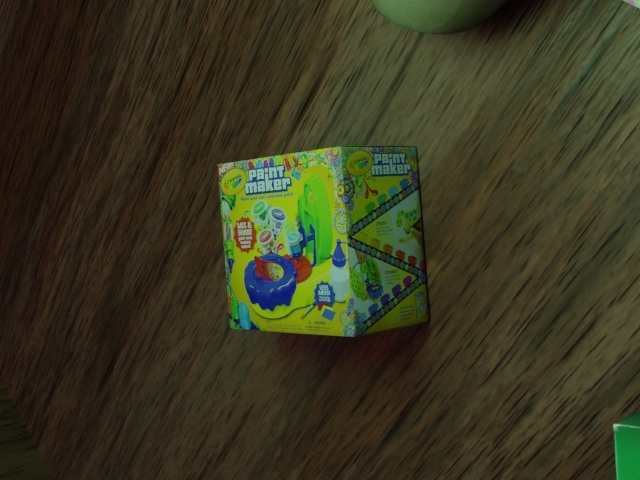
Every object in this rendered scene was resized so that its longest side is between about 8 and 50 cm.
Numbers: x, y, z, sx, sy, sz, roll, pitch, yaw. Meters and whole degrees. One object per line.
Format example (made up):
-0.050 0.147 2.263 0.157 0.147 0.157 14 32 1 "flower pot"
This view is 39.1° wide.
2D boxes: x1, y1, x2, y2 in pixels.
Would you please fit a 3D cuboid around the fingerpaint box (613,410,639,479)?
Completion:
0.448 0.359 0.883 0.163 0.371 0.444 -1 95 44 "fingerpaint box"

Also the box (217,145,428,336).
0.000 0.000 1.443 0.290 0.177 0.279 -3 92 46 "box"

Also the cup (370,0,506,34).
0.157 -0.412 1.163 0.331 0.331 0.237 47 149 32 "cup"

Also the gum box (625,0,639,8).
0.429 -0.294 1.016 0.188 0.062 0.107 49 127 46 "gum box"
